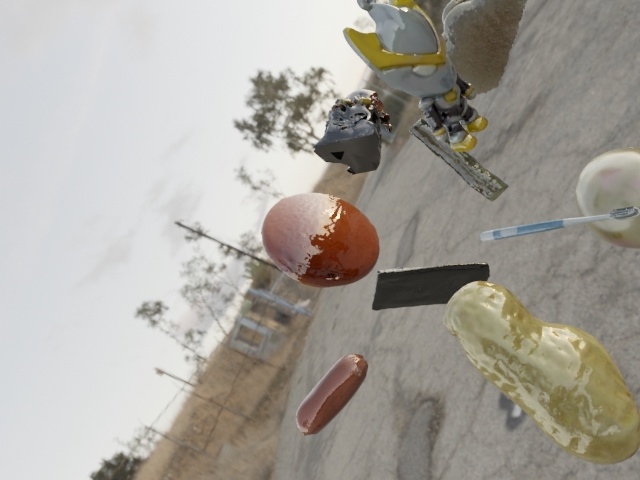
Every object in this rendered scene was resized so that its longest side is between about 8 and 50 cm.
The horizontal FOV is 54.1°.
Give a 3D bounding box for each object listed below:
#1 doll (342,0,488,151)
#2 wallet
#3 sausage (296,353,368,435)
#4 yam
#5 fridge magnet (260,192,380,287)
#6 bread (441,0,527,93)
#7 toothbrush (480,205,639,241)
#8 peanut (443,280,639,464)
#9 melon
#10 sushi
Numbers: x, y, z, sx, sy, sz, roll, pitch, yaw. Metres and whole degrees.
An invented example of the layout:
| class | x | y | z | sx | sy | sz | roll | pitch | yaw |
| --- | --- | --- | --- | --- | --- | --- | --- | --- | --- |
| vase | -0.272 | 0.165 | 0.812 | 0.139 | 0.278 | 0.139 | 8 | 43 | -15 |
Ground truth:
| class | x | y | z | sx | sy | sz | roll | pitch | yaw |
| --- | --- | --- | --- | --- | --- | --- | --- | --- | --- |
| doll | 0.164 | -0.280 | 1.034 | 0.145 | 0.316 | 0.103 | -45 | 24 | -3 |
| wallet | 0.267 | 0.113 | 1.523 | 0.030 | 0.285 | 0.146 | -102 | 11 | -45 |
| sausage | 0.023 | 0.307 | 1.253 | 0.194 | 0.077 | 0.077 | -50 | -3 | -2 |
| yam | 0.327 | -0.197 | 1.498 | 0.061 | 0.274 | 0.061 | -41 | -17 | -16 |
| fridge magnet | 0.000 | 0.000 | 1.879 | 0.364 | 0.363 | 0.155 | -60 | -10 | -45 |
| bread | 0.382 | -0.508 | 1.547 | 0.337 | 0.183 | 0.102 | 93 | 172 | -52 |
| toothbrush | 0.387 | -0.026 | 1.046 | 0.275 | 0.025 | 0.019 | -11 | 77 | 44 |
| peanut | 0.320 | 0.175 | 0.898 | 0.147 | 0.319 | 0.148 | -36 | -26 | -22 |
| melon | 0.694 | -0.096 | 1.399 | 0.223 | 0.223 | 0.317 | -63 | 0 | 13 |
| sushi | 0.082 | -0.256 | 1.406 | 0.172 | 0.152 | 0.151 | 32 | -125 | -58 |
